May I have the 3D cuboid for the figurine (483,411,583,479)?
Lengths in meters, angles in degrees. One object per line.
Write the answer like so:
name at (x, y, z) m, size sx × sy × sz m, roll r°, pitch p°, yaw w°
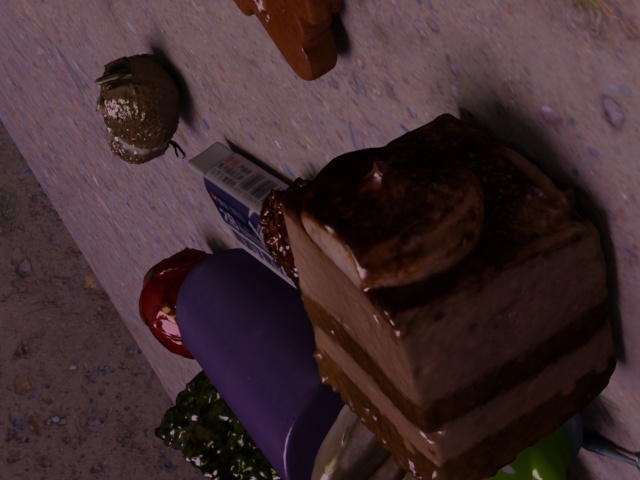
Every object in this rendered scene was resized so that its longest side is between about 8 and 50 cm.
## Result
figurine at (0.140, 0.140, 1.350) m, size 0.263 × 0.143 × 0.162 m, roll 61°, pitch 139°, yaw 25°

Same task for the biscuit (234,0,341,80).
biscuit at (-0.078, -0.286, 1.242) m, size 0.306 × 0.043 × 0.284 m, roll 45°, pitch 164°, yaw 37°

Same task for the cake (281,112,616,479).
cake at (0.096, 0.025, 1.129) m, size 0.196 × 0.198 × 0.293 m, roll 47°, pitch 160°, yaw 44°

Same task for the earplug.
earplug at (-0.045, 0.146, 1.824) m, size 0.456 × 0.215 × 0.215 m, roll 39°, pitch 160°, yaw 54°

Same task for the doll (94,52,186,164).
doll at (-0.233, -0.180, 1.833) m, size 0.114 × 0.105 × 0.221 m, roll 12°, pitch 153°, yaw 10°

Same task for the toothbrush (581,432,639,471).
toothbrush at (0.253, 0.188, 1.340) m, size 0.019 × 0.016 × 0.219 m, roll 59°, pitch 165°, yaw -15°

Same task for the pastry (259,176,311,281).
pastry at (0.000, -0.002, 1.551) m, size 0.208 × 0.097 × 0.115 m, roll 31°, pitch 143°, yaw 59°

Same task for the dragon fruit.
dragon fruit at (-0.191, 0.097, 2.214) m, size 0.209 × 0.172 × 0.172 m, roll 46°, pitch 166°, yaw 56°

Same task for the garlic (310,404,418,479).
garlic at (0.118, 0.252, 1.482) m, size 0.237 × 0.292 × 0.210 m, roll 13°, pitch -169°, yaw -15°

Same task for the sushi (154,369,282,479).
sushi at (-0.049, 0.317, 2.081) m, size 0.294 × 0.178 × 0.352 m, roll 37°, pitch 179°, yaw 35°

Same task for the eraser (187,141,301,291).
eraser at (-0.074, -0.032, 1.753) m, size 0.210 × 0.068 × 0.124 m, roll 35°, pitch 159°, yaw 52°
